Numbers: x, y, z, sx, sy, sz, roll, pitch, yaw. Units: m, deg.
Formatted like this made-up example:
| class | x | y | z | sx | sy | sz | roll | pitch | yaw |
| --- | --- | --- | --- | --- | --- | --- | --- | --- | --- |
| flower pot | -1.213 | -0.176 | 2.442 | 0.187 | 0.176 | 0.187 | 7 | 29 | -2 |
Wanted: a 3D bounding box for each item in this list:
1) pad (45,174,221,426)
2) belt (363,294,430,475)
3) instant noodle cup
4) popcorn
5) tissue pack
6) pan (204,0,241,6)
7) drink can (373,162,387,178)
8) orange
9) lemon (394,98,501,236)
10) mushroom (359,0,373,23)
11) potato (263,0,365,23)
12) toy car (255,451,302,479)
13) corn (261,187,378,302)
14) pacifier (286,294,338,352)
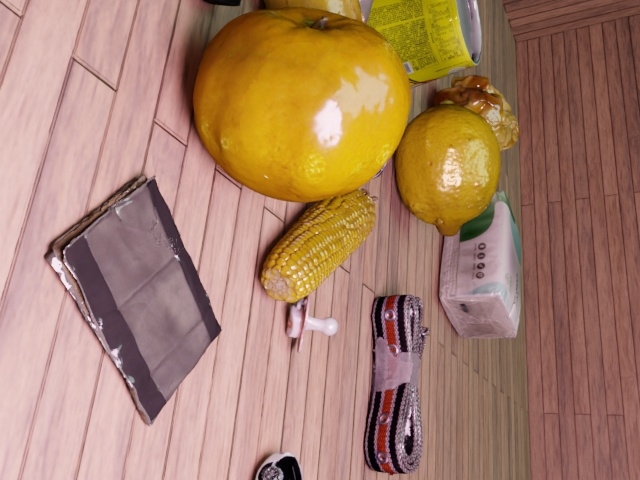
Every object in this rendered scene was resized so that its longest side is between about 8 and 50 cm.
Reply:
| class | x | y | z | sx | sy | sz | roll | pitch | yaw |
| --- | --- | --- | --- | --- | --- | --- | --- | --- | --- |
| pad | -0.191 | 0.063 | 0.695 | 0.174 | 0.022 | 0.232 | -56 | 134 | -52 |
| belt | 0.150 | 0.274 | 1.239 | 0.126 | 0.094 | 0.359 | 42 | 46 | -47 |
| instant noodle cup | 0.228 | -0.489 | 1.416 | 0.311 | 0.222 | 0.311 | 20 | 67 | -61 |
| popcorn | 0.453 | -0.350 | 1.831 | 0.332 | 0.225 | 0.264 | 1 | 53 | -47 |
| tissue pack | 0.466 | 0.070 | 1.792 | 0.266 | 0.194 | 0.356 | 54 | 39 | -46 |
| pan | -0.157 | -0.413 | 0.831 | 0.128 | 0.048 | 0.201 | -21 | 104 | -64 |
| drink can | 0.036 | -0.168 | 1.110 | 0.235 | 0.097 | 0.097 | 6 | 79 | -64 |
| orange | -0.025 | -0.173 | 0.807 | 0.279 | 0.279 | 0.235 | -49 | 155 | -56 |
| lemon | 0.295 | -0.169 | 1.460 | 0.245 | 0.246 | 0.319 | 1 | 88 | -63 |
| mushroom | 0.041 | -0.465 | 1.188 | 0.159 | 0.122 | 0.328 | 4 | 77 | -25 |
| potato | -0.017 | -0.400 | 1.004 | 0.173 | 0.140 | 0.300 | -40 | 114 | -51 |
| toy car | -0.070 | 0.379 | 0.823 | 0.204 | 0.056 | 0.095 | -75 | 146 | -42 |
| corn | 0.000 | 0.000 | 1.000 | 0.305 | 0.106 | 0.106 | -45 | 124 | -52 |
| pacifier | -0.011 | 0.125 | 0.963 | 0.081 | 0.078 | 0.099 | -84 | -176 | -62 |
